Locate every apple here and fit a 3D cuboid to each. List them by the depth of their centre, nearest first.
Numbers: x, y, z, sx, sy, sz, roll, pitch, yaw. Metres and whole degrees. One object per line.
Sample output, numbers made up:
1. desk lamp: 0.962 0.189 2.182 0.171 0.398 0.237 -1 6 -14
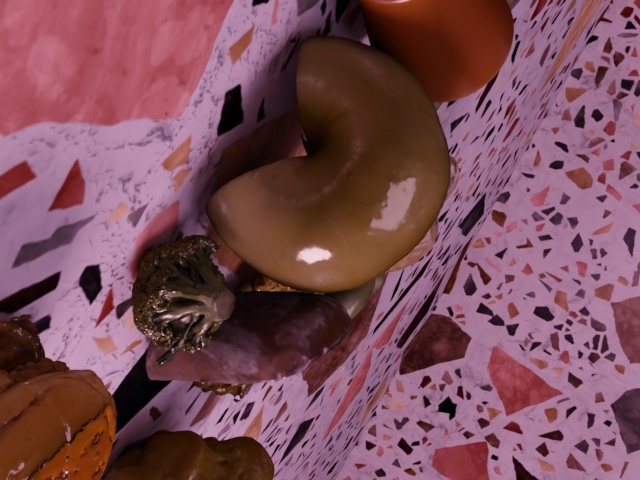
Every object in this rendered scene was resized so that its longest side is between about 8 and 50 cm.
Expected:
1. apple: 0.030 -0.070 1.012 0.295 0.233 0.258 -55 160 -3

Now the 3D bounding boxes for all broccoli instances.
1. broccoli: -0.150 0.062 0.948 0.131 0.120 0.130 -31 118 -49

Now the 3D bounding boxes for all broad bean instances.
1. broad bean: 0.019 0.091 1.476 0.169 0.100 0.228 -22 -162 32

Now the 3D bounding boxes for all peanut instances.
1. peanut: 0.182 -0.055 1.685 0.130 0.130 0.290 -35 151 -52

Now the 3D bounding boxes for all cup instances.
1. cup: 0.125 -0.307 1.011 0.264 0.182 0.226 32 58 -68

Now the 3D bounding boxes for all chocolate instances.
1. chocolate: -0.099 0.104 1.045 0.157 0.254 0.080 -32 110 -47

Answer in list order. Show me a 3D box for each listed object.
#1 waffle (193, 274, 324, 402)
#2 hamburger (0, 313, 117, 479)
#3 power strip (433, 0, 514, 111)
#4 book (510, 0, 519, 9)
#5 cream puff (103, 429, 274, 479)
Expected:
1. waffle: -0.093 0.137 1.285 0.254 0.052 0.245 -42 152 -2
2. hamburger: -0.286 0.196 0.726 0.244 0.163 0.244 -48 160 -24
3. power strip: 0.168 -0.267 1.295 0.387 0.092 0.066 -55 163 -9
4. book: 0.362 -0.471 1.608 0.181 0.014 0.127 -50 163 -21
5. cream puff: -0.228 0.403 1.238 0.323 0.270 0.274 -49 128 -27
